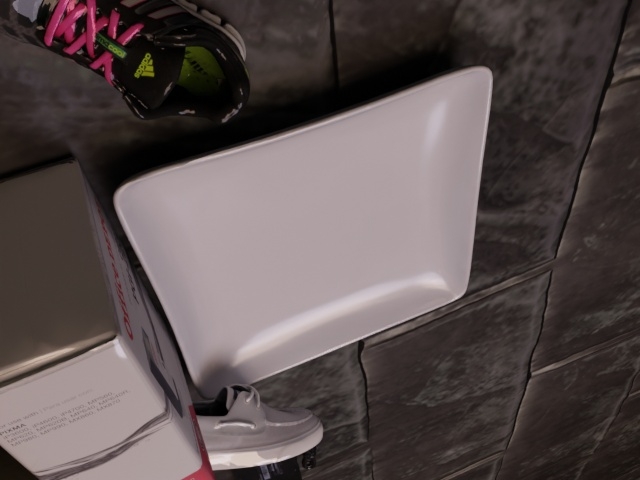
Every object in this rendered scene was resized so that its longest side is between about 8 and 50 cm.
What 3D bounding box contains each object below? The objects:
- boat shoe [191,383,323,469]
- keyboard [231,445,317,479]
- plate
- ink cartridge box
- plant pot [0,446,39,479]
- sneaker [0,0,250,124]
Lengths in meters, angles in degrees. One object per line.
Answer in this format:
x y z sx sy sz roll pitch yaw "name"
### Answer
-0.081 0.160 0.604 0.184 0.066 0.063 1 94 -23 "boat shoe"
-0.053 0.269 0.831 0.108 0.023 0.180 -15 140 -8 "keyboard"
0.000 0.000 0.560 0.277 0.045 0.278 -20 140 -10 "plate"
-0.154 0.079 0.459 0.092 0.158 0.218 -22 140 -8 "ink cartridge box"
-0.275 0.285 0.514 0.305 0.334 0.334 5 130 -49 "plant pot"
-0.103 -0.107 0.360 0.170 0.075 0.063 16 123 -41 "sneaker"
